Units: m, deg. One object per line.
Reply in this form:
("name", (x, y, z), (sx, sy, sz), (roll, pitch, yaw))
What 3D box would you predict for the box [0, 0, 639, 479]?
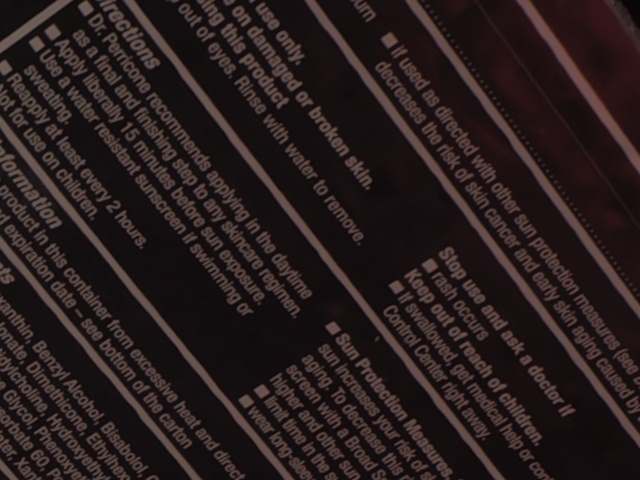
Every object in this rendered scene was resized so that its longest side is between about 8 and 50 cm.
("box", (0.000, 0.000, 0.703), (0.294, 0.183, 0.296), (-33, 106, 17))
